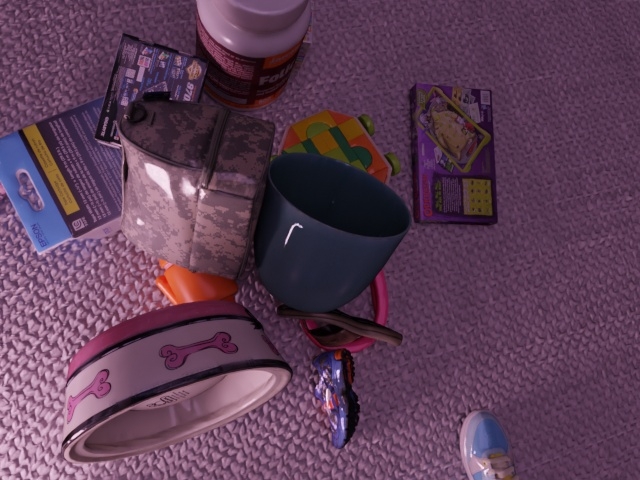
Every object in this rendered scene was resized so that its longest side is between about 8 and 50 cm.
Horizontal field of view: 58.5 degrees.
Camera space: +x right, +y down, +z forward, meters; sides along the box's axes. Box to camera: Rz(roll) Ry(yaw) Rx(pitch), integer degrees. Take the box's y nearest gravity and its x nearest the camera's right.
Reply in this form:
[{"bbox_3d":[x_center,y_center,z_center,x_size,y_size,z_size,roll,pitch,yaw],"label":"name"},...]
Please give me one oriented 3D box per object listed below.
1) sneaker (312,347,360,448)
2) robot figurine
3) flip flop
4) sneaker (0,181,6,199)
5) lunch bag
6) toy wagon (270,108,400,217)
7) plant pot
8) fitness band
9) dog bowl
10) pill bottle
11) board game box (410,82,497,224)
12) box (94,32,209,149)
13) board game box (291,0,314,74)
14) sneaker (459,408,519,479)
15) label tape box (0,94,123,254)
[{"bbox_3d":[0.031,0.342,1.246,0.087,0.083,0.221,-4,91,27],"label":"sneaker"},{"bbox_3d":[-0.257,0.072,1.198,0.128,0.158,0.219,-25,86,-38],"label":"robot figurine"},{"bbox_3d":[0.039,0.192,1.215,0.277,0.112,0.080,18,92,-12],"label":"flip flop"},{"bbox_3d":[-0.679,-0.065,1.167,0.134,0.051,0.070,-38,91,-13],"label":"sneaker"},{"bbox_3d":[-0.235,-0.098,1.036,0.256,0.305,0.212,11,50,-10],"label":"lunch bag"},{"bbox_3d":[0.055,-0.144,1.319,0.267,0.068,0.344,-28,74,-16],"label":"toy wagon"},{"bbox_3d":[0.000,0.000,1.140,0.293,0.293,0.235,17,121,-11],"label":"plant pot"},{"bbox_3d":[0.044,0.111,1.298,0.209,0.054,0.291,-9,80,-14],"label":"fitness band"},{"bbox_3d":[-0.265,0.252,1.040,0.408,0.408,0.150,-18,66,-15],"label":"dog bowl"},{"bbox_3d":[-0.143,-0.443,1.182,0.224,0.392,0.224,2,80,-12],"label":"pill bottle"},{"bbox_3d":[0.331,-0.213,1.423,0.208,0.056,0.347,3,81,-17],"label":"board game box"},{"bbox_3d":[-0.335,-0.280,1.147,0.175,0.051,0.220,14,90,-10],"label":"box"},{"bbox_3d":[-0.046,-0.470,1.334,0.026,0.154,0.103,6,79,-13],"label":"board game box"},{"bbox_3d":[0.407,0.529,1.222,0.127,0.208,0.319,-8,81,-13],"label":"sneaker"},{"bbox_3d":[-0.465,-0.149,1.201,0.348,0.115,0.249,-28,87,-14],"label":"label tape box"}]
